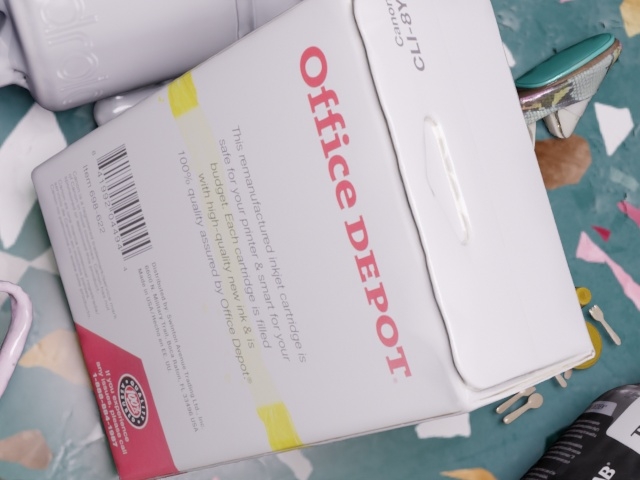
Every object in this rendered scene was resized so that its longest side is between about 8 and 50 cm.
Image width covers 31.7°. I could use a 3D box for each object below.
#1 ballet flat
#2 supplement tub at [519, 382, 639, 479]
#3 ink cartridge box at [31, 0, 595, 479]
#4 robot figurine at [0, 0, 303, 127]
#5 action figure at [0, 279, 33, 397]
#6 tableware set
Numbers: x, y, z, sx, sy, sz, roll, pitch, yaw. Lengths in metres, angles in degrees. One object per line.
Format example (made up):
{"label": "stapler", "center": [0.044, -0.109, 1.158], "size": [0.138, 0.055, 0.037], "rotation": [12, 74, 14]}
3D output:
{"label": "ballet flat", "center": [0.201, -0.124, 1.097], "size": [0.221, 0.077, 0.079], "rotation": [-27, 107, -10]}
{"label": "supplement tub", "center": [0.258, 0.271, 0.979], "size": [0.338, 0.207, 0.207], "rotation": [-44, 93, -14]}
{"label": "ink cartridge box", "center": [-0.023, 0.010, 0.850], "size": [0.160, 0.384, 0.279], "rotation": [-11, 83, -46]}
{"label": "robot figurine", "center": [-0.159, -0.232, 0.958], "size": [0.353, 0.200, 0.300], "rotation": [-20, 127, -14]}
{"label": "action figure", "center": [-0.408, 0.055, 0.773], "size": [0.275, 0.370, 0.248], "rotation": [6, 64, 11]}
{"label": "tableware set", "center": [0.204, 0.098, 1.087], "size": [0.154, 0.024, 0.104], "rotation": [-33, 87, -14]}
